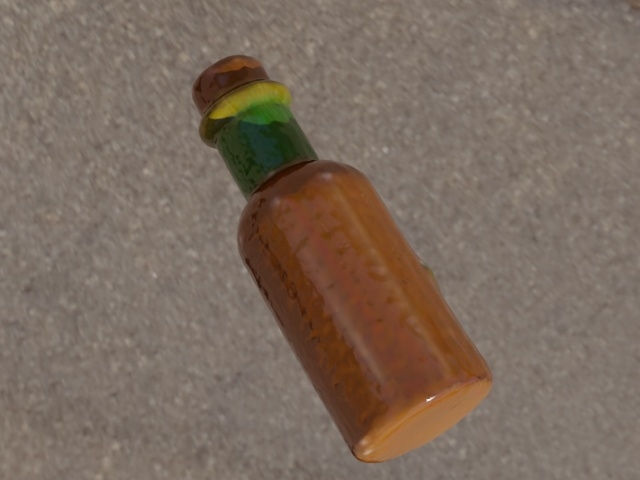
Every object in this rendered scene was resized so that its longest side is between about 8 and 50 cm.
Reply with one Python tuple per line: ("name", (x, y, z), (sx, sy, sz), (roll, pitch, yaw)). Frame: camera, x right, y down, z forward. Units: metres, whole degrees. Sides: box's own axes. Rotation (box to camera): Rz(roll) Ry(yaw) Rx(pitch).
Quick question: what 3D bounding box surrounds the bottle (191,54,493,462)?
("bottle", (0.000, 0.000, 0.599), (0.069, 0.187, 0.069), (-26, 160, -10))
